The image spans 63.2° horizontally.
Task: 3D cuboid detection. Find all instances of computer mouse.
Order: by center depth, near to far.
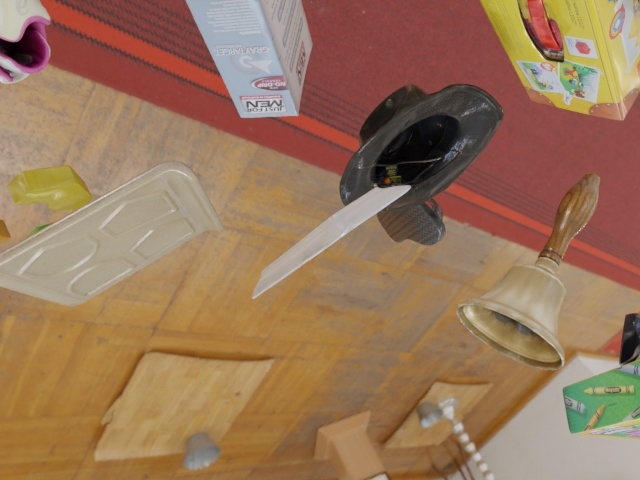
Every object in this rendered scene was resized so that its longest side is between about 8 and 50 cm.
[{"bbox_3d":[0.558,0.225,0.932,0.071,0.041,0.242,-53,138,-38],"label":"computer mouse"}]

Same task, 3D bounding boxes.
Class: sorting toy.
[{"bbox_3d":[-0.230,-0.015,0.531,0.229,0.041,0.307,-28,168,-8],"label":"sorting toy"}]

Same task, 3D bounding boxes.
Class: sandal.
[{"bbox_3d":[0.279,-0.080,1.568,0.107,0.446,0.167,-35,96,-7],"label":"sandal"}]

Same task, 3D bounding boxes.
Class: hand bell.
[{"bbox_3d":[0.276,0.017,0.619,0.242,0.126,0.126,-54,142,-18],"label":"hand bell"}]

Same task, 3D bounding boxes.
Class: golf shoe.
[{"bbox_3d":[-0.379,-0.216,0.578,0.140,0.306,0.115,46,61,-15],"label":"golf shoe"}]

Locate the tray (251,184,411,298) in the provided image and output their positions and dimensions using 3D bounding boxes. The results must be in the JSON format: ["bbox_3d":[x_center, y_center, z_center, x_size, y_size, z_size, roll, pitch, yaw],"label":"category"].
[{"bbox_3d":[0.000,0.000,0.730,0.145,0.030,0.270,-33,178,-38],"label":"tray"}]

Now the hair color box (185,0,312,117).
[{"bbox_3d":[-0.114,-0.383,0.790,0.114,0.185,0.374,1,151,14],"label":"hair color box"}]

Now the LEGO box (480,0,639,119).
[{"bbox_3d":[0.428,-0.484,0.797,0.500,0.193,0.372,28,91,-49],"label":"LEGO box"}]

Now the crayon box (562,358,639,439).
[{"bbox_3d":[0.526,0.238,0.783,0.165,0.081,0.278,9,151,-10],"label":"crayon box"}]

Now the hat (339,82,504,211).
[{"bbox_3d":[0.163,-0.192,0.964,0.331,0.134,0.331,-16,153,-9],"label":"hat"}]
